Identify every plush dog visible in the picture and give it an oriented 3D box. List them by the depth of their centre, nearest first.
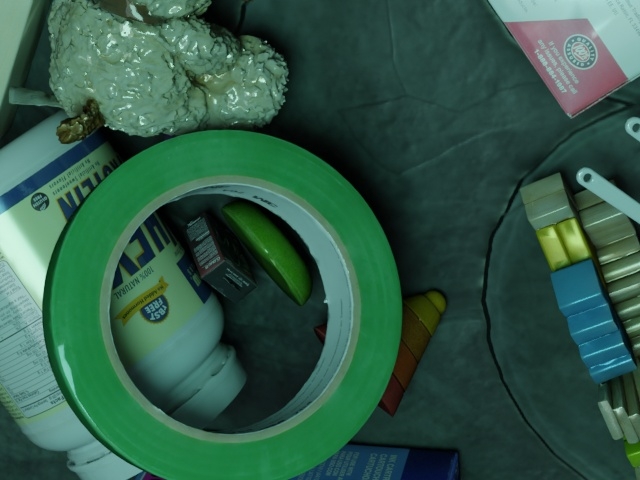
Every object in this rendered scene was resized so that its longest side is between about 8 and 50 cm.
[{"bbox_3d":[-0.164,-0.214,1.239,0.262,0.210,0.225,23,119,19],"label":"plush dog"}]

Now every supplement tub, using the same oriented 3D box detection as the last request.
[{"bbox_3d":[-0.243,0.058,1.368,0.235,0.235,0.325,-30,101,21],"label":"supplement tub"}]

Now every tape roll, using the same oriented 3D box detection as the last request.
[{"bbox_3d":[-0.087,0.063,1.251,0.321,0.077,0.321,2,84,-17],"label":"tape roll"}]

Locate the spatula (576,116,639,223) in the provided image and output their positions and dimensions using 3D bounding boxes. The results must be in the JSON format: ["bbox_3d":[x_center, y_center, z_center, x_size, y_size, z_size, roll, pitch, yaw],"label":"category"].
[{"bbox_3d":[0.362,-0.045,1.262,0.242,0.019,0.168,32,103,-16],"label":"spatula"}]

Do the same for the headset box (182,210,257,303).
[{"bbox_3d":[-0.101,0.020,1.391,0.032,0.083,0.062,-37,137,11],"label":"headset box"}]

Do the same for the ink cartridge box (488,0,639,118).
[{"bbox_3d":[0.281,-0.272,1.190,0.283,0.117,0.207,-32,100,22],"label":"ink cartridge box"}]

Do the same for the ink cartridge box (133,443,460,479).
[{"bbox_3d":[-0.008,0.332,1.395,0.395,0.270,0.151,4,116,11],"label":"ink cartridge box"}]

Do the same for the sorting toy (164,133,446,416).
[{"bbox_3d":[0.000,0.000,1.383,0.126,0.127,0.366,-39,95,-7],"label":"sorting toy"}]

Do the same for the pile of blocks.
[{"bbox_3d":[0.309,0.096,1.303,0.112,0.149,0.362,-23,103,18],"label":"pile of blocks"}]

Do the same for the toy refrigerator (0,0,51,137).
[{"bbox_3d":[-0.326,-0.236,1.359,0.102,0.094,0.270,22,114,-2],"label":"toy refrigerator"}]
